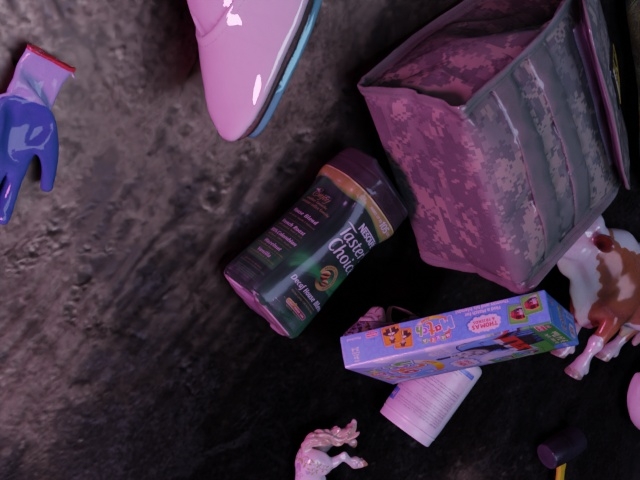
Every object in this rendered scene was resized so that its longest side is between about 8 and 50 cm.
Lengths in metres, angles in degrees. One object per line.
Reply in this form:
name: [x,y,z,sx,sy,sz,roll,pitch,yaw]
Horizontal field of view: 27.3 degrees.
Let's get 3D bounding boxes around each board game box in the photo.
board game box: [0.146,0.103,1.358,0.160,0.211,0.039,29,50,-66]

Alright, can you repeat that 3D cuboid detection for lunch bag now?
lunch bag: [0.209,-0.129,1.325,0.287,0.169,0.235,-43,129,-27]

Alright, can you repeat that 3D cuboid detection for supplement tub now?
supplement tub: [0.124,0.169,1.478,0.107,0.071,0.071,-53,134,-3]

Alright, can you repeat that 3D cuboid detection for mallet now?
mallet: [0.307,0.330,1.738,0.062,0.039,0.190,-17,126,-33]

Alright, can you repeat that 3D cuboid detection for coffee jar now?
coffee jar: [0.000,0.000,1.283,0.184,0.079,0.096,-47,133,-9]

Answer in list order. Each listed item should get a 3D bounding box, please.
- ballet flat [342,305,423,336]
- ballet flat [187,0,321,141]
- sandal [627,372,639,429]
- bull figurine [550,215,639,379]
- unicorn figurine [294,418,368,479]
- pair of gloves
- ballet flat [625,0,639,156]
ballet flat: [0.069,0.090,1.420,0.114,0.041,0.041,2,111,-40]
ballet flat: [-0.038,-0.284,1.086,0.139,0.139,0.400,20,95,-43]
sandal: [0.582,0.111,1.790,0.416,0.102,0.169,-50,134,-6]
bull figurine: [0.365,0.072,1.600,0.310,0.101,0.188,13,108,-40]
unicorn figurine: [-0.005,0.276,1.449,0.111,0.060,0.162,-7,101,-35]
pair of gloves: [-0.284,-0.097,1.045,0.198,0.023,0.159,21,101,-42]
ballet flat: [0.425,-0.158,1.514,0.123,0.123,0.349,-35,131,-19]
